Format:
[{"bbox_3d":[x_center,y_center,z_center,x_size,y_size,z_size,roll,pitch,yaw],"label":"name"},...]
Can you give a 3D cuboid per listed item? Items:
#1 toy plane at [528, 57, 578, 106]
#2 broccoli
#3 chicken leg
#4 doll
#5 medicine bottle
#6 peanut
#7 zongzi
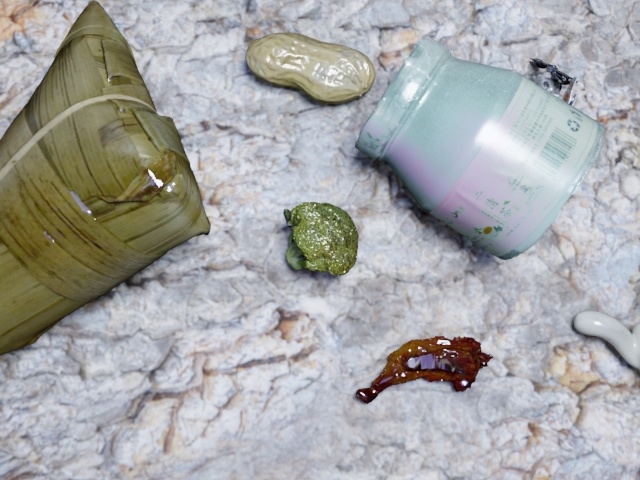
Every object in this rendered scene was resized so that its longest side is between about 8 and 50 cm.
[{"bbox_3d":[0.370,-0.245,0.948,0.053,0.197,0.078,11,115,-2],"label":"toy plane"},{"bbox_3d":[0.000,0.000,0.886,0.120,0.131,0.130,-37,85,30],"label":"broccoli"},{"bbox_3d":[0.159,0.194,0.891,0.219,0.048,0.089,-6,77,-6],"label":"chicken leg"},{"bbox_3d":[0.598,0.145,0.883,0.311,0.159,0.242,44,78,1],"label":"doll"},{"bbox_3d":[0.223,-0.146,0.867,0.290,0.245,0.245,33,78,4],"label":"medicine bottle"},{"bbox_3d":[-0.017,-0.280,0.947,0.214,0.090,0.099,16,88,1],"label":"peanut"},{"bbox_3d":[-0.449,-0.084,0.863,0.500,0.218,0.467,-33,58,2],"label":"zongzi"}]
